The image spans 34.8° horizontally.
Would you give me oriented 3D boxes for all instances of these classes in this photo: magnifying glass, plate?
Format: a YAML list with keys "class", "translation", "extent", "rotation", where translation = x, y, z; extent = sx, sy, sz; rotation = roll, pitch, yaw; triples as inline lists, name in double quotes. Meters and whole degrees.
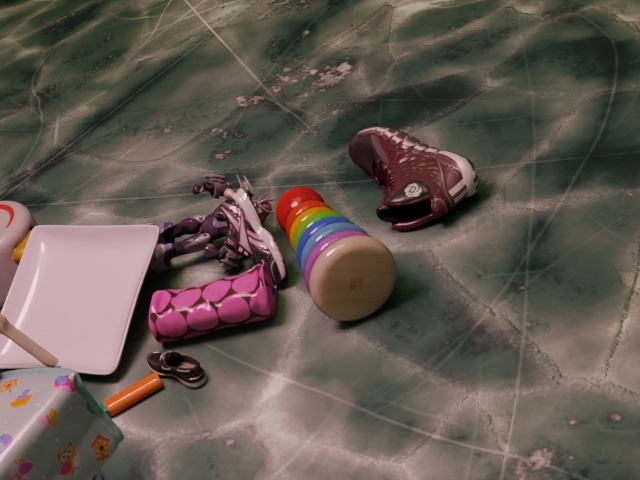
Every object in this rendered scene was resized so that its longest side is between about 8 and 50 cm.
- class: "magnifying glass"
  translation: [-0.347, 0.271, 1.562]
  extent: [0.231, 0.026, 0.092]
  rotation: [-31, 36, -13]
- class: "plate"
  translation: [-0.416, 0.102, 1.743]
  extent: [0.278, 0.045, 0.277]
  rotation: [0, 60, 25]

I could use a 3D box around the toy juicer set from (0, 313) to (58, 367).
- class: "toy juicer set"
  translation: [-0.564, 0.191, 1.523]
  extent: [0.089, 0.209, 0.329]
  rotation: [-30, 9, 32]

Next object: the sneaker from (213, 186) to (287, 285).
- class: "sneaker"
  translation: [-0.120, 0.004, 1.724]
  extent: [0.077, 0.072, 0.178]
  rotation: [-30, 73, -3]

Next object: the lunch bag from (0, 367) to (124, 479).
- class: "lunch bag"
  translation: [-0.427, 0.280, 1.318]
  extent: [0.262, 0.160, 0.223]
  rotation: [-2, 38, 38]

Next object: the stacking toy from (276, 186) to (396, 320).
- class: "stacking toy"
  translation: [0.000, 0.000, 1.681]
  extent: [0.141, 0.141, 0.330]
  rotation: [-26, 30, -9]

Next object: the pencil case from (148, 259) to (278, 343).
- class: "pencil case"
  translation: [-0.175, 0.100, 1.654]
  extent: [0.209, 0.095, 0.098]
  rotation: [-13, 67, 7]

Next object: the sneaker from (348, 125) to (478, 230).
- class: "sneaker"
  translation: [0.122, -0.104, 1.779]
  extent: [0.281, 0.106, 0.162]
  rotation: [19, 53, 41]

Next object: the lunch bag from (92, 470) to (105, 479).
- class: "lunch bag"
  translation: [-0.379, 0.392, 1.350]
  extent: [0.176, 0.090, 0.219]
  rotation: [-5, 36, 20]

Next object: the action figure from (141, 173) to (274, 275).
- class: "action figure"
  translation: [-0.208, -0.018, 1.811]
  extent: [0.285, 0.099, 0.185]
  rotation: [-21, 52, 12]

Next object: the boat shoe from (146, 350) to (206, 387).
- class: "boat shoe"
  translation: [-0.229, 0.192, 1.594]
  extent: [0.125, 0.038, 0.046]
  rotation: [19, 43, 42]

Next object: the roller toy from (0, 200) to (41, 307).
- class: "roller toy"
  translation: [-0.614, 0.022, 1.918]
  extent: [0.191, 0.146, 0.209]
  rotation: [-29, 36, -12]
